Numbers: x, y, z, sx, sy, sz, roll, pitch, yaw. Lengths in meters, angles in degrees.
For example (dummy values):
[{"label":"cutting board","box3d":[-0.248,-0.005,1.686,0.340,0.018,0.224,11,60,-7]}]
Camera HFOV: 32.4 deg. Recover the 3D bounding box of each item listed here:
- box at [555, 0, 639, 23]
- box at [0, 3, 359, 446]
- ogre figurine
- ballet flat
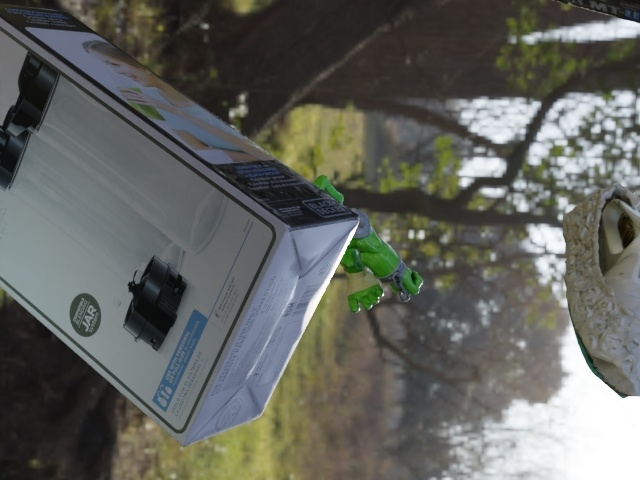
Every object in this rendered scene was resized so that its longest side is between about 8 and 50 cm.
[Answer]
[{"label":"box","box3d":[0.470,-0.415,1.409,0.073,0.295,0.293,34,83,-55]},{"label":"box","box3d":[-0.136,-0.019,0.741,0.087,0.290,0.169,-10,132,-57]},{"label":"ogre figurine","box3d":[0.000,0.000,1.140,0.197,0.097,0.118,36,-18,42]},{"label":"ballet flat","box3d":[0.417,0.042,1.548,0.409,0.147,0.147,-83,176,-56]}]
